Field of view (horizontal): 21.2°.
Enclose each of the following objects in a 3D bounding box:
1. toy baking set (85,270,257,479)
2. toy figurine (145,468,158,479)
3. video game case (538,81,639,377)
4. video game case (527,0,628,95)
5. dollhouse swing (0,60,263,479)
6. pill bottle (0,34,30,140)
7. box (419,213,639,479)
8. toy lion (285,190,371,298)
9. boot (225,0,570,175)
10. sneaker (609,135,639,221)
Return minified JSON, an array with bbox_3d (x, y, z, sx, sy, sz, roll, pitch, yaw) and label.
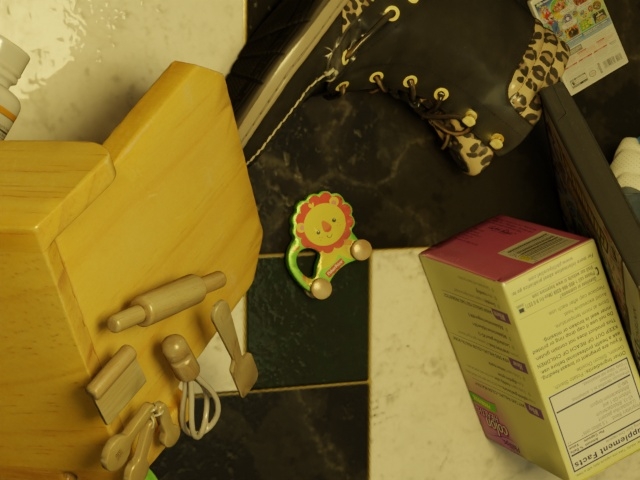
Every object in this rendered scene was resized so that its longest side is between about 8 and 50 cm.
[{"bbox_3d":[-0.141,0.123,1.625,0.256,0.030,0.196,-29,133,-50],"label":"toy baking set"},{"bbox_3d":[-0.202,0.277,1.749,0.130,0.159,0.173,-12,101,-21],"label":"toy figurine"},{"bbox_3d":[0.306,0.007,1.816,0.035,0.274,0.248,-21,143,0],"label":"video game case"},{"bbox_3d":[0.296,-0.240,1.967,0.087,0.011,0.122,-31,107,-16],"label":"video game case"},{"bbox_3d":[-0.258,0.011,1.658,0.315,0.305,0.346,2,134,16],"label":"dollhouse swing"},{"bbox_3d":[-0.369,-0.106,1.652,0.117,0.117,0.215,32,84,-23],"label":"pill bottle"},{"bbox_3d":[0.237,0.113,1.878,0.117,0.213,0.243,-25,105,-16],"label":"box"},{"bbox_3d":[0.000,0.000,1.868,0.100,0.034,0.096,-45,104,-11],"label":"toy lion"},{"bbox_3d":[0.078,-0.170,1.825,0.284,0.138,0.377,41,76,-22],"label":"boot"},{"bbox_3d":[0.459,-0.037,2.000,0.323,0.130,0.236,-2,80,-41],"label":"sneaker"}]
